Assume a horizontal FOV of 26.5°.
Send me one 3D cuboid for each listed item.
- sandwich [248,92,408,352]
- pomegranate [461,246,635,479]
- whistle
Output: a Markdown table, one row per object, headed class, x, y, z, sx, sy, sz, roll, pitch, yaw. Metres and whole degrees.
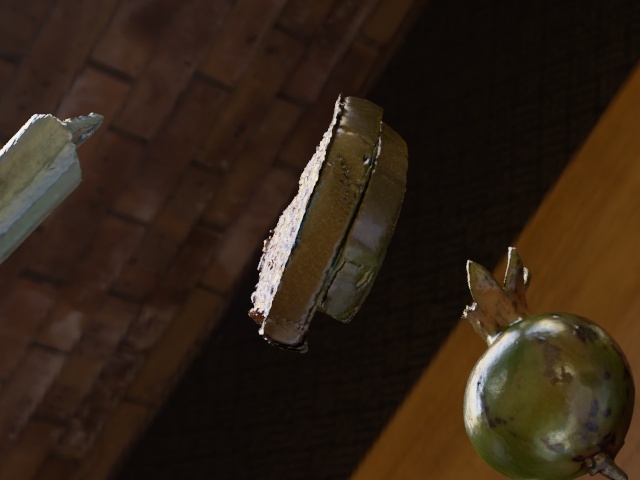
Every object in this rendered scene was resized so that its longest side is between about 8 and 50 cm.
| class | x | y | z | sx | sy | sz | roll | pitch | yaw |
| --- | --- | --- | --- | --- | --- | --- | --- | --- | --- |
| sandwich | 0.006 | 0.002 | 1.139 | 0.235 | 0.079 | 0.159 | -76 | 14 | -46 |
| pomegranate | 0.197 | 0.112 | 1.195 | 0.156 | 0.156 | 0.220 | -34 | 42 | 34 |
| whistle | -0.276 | 0.009 | 1.039 | 0.312 | 0.062 | 0.062 | -42 | 45 | 22 |
